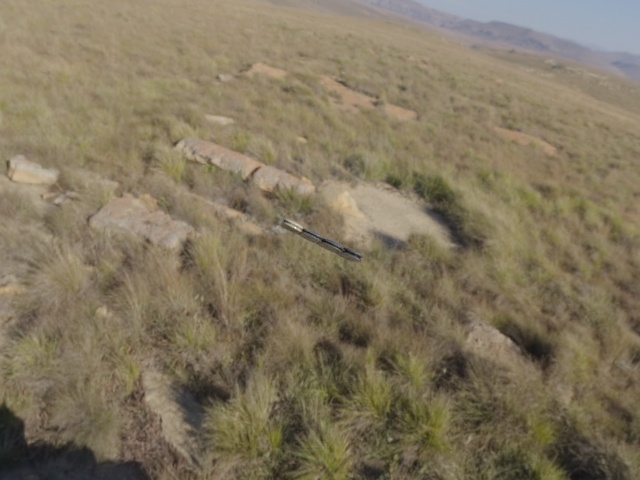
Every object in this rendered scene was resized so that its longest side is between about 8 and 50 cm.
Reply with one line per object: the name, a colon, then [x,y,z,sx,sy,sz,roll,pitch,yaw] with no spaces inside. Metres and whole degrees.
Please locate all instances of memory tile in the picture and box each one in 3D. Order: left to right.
memory tile: [0.000,0.000,0.851,0.148,0.012,0.113,27,-4,-4]
